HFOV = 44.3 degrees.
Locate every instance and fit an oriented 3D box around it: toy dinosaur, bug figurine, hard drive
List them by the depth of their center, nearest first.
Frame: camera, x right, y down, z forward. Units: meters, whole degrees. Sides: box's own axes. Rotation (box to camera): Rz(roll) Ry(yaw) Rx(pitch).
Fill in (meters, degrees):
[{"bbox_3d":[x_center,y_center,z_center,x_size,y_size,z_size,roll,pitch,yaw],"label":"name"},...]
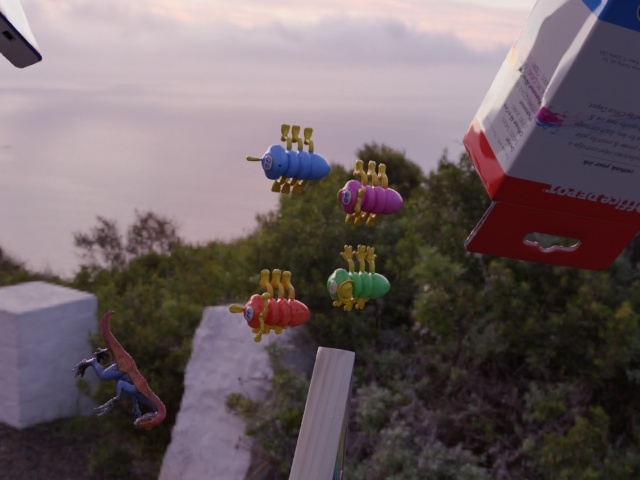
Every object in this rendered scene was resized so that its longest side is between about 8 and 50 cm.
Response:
[{"bbox_3d":[-0.157,0.114,0.635,0.082,0.090,0.047,18,12,19],"label":"toy dinosaur"},{"bbox_3d":[-0.442,-0.390,0.959,0.040,0.318,0.210,-23,-3,-5],"label":"hard drive"},{"bbox_3d":[0.000,0.000,0.990,0.216,0.278,0.072,0,16,-25],"label":"bug figurine"}]

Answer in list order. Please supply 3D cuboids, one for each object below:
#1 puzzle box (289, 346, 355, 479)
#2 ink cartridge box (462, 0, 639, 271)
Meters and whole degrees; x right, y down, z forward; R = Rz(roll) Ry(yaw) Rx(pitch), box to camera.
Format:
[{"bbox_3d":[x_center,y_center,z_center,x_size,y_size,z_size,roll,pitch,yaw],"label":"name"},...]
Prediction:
[{"bbox_3d":[-0.006,0.372,1.074,0.052,0.408,0.272,8,47,6],"label":"puzzle box"},{"bbox_3d":[0.191,-0.090,0.533,0.134,0.231,0.078,9,40,-20],"label":"ink cartridge box"}]
